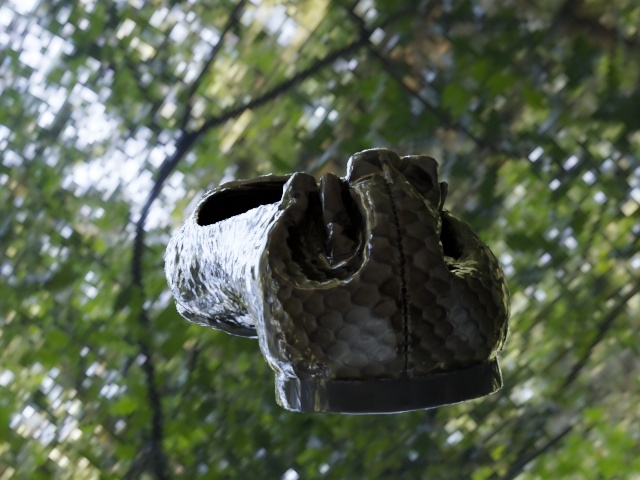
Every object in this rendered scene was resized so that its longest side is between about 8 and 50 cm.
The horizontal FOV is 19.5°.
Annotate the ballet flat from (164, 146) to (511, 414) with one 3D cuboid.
[{"bbox_3d":[0.000,0.000,0.517,0.084,0.250,0.058,-7,-84,-6],"label":"ballet flat"}]
